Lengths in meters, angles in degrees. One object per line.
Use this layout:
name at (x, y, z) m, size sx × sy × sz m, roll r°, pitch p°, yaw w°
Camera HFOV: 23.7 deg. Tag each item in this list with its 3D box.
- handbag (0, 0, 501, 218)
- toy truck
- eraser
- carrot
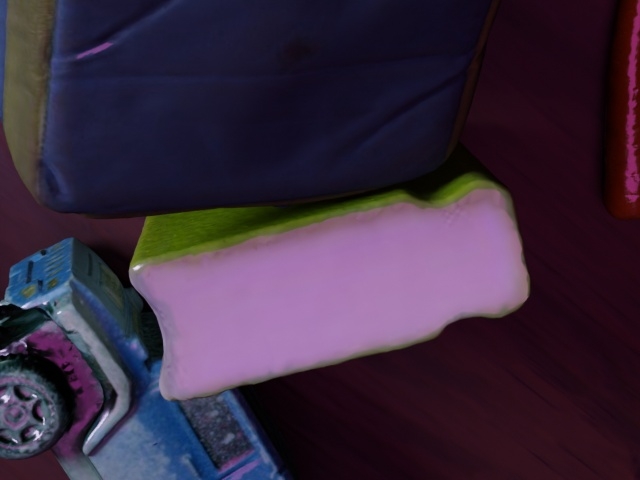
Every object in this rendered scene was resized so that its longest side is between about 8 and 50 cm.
handbag at (-0.054, -0.158, 0.775) m, size 0.263 × 0.241 × 0.222 m, roll -9°, pitch 135°, yaw -18°
toy truck at (-0.119, 0.133, 1.014) m, size 0.156 × 0.155 × 0.279 m, roll -29°, pitch 107°, yaw 0°
eraser at (0.000, 0.000, 0.907) m, size 0.210 × 0.274 × 0.092 m, roll -13°, pitch 101°, yaw 2°
carrot at (0.204, -0.104, 0.993) m, size 0.037 × 0.037 × 0.190 m, roll -2°, pitch 108°, yaw 0°
